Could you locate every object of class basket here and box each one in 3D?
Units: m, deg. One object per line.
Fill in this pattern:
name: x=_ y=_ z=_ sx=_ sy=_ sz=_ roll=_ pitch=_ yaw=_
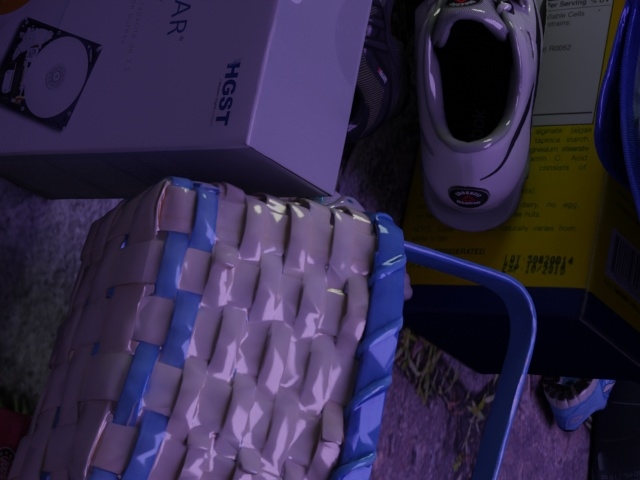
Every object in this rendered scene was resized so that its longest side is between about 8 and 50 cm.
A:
basket: x=-0.012 y=0.096 z=0.868 sx=0.289 sy=0.201 sz=0.255 roll=23 pitch=68 yaw=-20

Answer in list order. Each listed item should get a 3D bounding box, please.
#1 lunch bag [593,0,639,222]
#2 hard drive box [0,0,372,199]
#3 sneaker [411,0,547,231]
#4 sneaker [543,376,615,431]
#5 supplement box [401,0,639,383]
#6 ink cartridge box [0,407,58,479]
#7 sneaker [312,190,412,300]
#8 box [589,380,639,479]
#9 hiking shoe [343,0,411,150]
lunch bag: x=0.396 y=-0.043 z=1.245 sx=0.328 sy=0.239 sz=0.385 roll=24 pitch=48 yaw=-51
hard drive box: x=-0.090 y=-0.122 z=0.907 sx=0.089 sy=0.232 sz=0.181 roll=29 pitch=66 yaw=-51
sneaker: x=0.134 y=-0.187 z=1.252 sx=0.146 sy=0.122 sz=0.331 roll=74 pitch=14 yaw=-67
sneaker: x=0.288 y=0.144 z=1.603 sx=0.162 sy=0.063 sz=0.073 roll=-40 pitch=134 yaw=-38
supplement box: x=0.220 y=-0.068 z=1.375 sx=0.195 sy=0.194 sz=0.357 roll=34 pitch=64 yaw=-50
ink cartridge box: x=-0.178 y=0.191 z=0.910 sx=0.218 sy=0.092 sz=0.159 roll=29 pitch=67 yaw=-53
sneaker: x=0.000 y=0.000 z=1.185 sx=0.212 sy=0.080 sz=0.094 roll=14 pitch=67 yaw=-61
box: x=0.466 y=0.311 z=1.642 sx=0.212 sy=0.293 sz=0.396 roll=17 pitch=77 yaw=-53
hiking shoe: x=0.008 y=-0.174 z=1.170 sx=0.114 sy=0.086 sz=0.227 roll=-51 pitch=130 yaw=-45
